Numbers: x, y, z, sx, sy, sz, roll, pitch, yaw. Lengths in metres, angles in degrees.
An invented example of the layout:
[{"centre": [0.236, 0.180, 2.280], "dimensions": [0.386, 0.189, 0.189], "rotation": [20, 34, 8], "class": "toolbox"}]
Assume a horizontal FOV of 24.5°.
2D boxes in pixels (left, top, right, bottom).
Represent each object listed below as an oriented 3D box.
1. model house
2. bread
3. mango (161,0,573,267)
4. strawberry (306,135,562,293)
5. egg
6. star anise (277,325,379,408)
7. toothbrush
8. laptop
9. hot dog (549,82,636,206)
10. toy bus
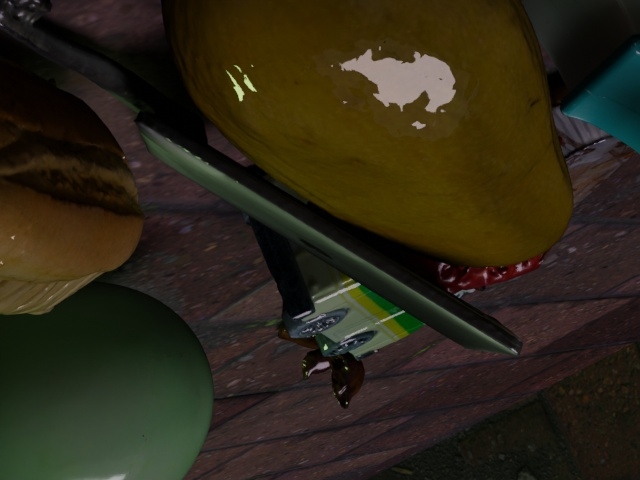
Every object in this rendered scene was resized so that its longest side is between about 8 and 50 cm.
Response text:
[{"centre": [0.230, -0.138, 1.025], "dimensions": [0.127, 0.149, 0.100], "rotation": [-16, 166, -28], "class": "model house"}, {"centre": [-0.184, -0.034, 0.798], "dimensions": [0.106, 0.140, 0.236], "rotation": [-31, 166, 15], "class": "bread"}, {"centre": [0.026, -0.086, 0.814], "dimensions": [0.195, 0.142, 0.332], "rotation": [11, 158, 25], "class": "mango"}, {"centre": [0.085, -0.068, 1.026], "dimensions": [0.184, 0.187, 0.201], "rotation": [7, 132, 9], "class": "strawberry"}, {"centre": [-0.218, 0.144, 1.192], "dimensions": [0.269, 0.220, 0.220], "rotation": [-28, 166, -14], "class": "egg"}, {"centre": [0.018, 0.083, 1.620], "dimensions": [0.140, 0.158, 0.144], "rotation": [-32, 131, -1], "class": "star anise"}, {"centre": [-0.123, -0.098, 0.877], "dimensions": [0.030, 0.030, 0.297], "rotation": [-34, 163, 7], "class": "toothbrush"}, {"centre": [0.000, 0.000, 0.953], "dimensions": [0.015, 0.269, 0.187], "rotation": [-59, -178, -5], "class": "laptop"}, {"centre": [0.205, -0.073, 1.345], "dimensions": [0.144, 0.075, 0.268], "rotation": [-10, 164, -25], "class": "hot dog"}, {"centre": [0.042, 0.007, 1.264], "dimensions": [0.164, 0.134, 0.276], "rotation": [-24, 165, 7], "class": "toy bus"}]
